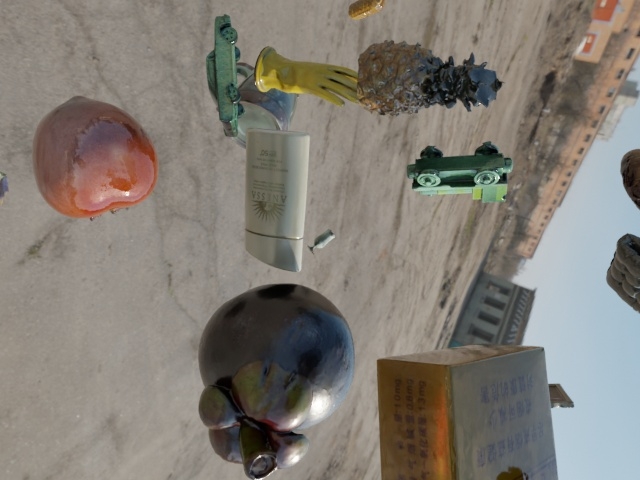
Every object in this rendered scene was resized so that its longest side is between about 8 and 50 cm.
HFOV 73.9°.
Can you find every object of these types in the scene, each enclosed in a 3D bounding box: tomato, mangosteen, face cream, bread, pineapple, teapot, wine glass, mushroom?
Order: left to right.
[{"bbox_3d":[-0.606,-0.223,1.141,0.321,0.321,0.322,-48,151,-38],"label":"tomato"},{"bbox_3d":[-0.235,-0.523,1.563,0.233,0.314,0.312,123,-11,-54],"label":"teapot"},{"bbox_3d":[-0.117,-0.101,1.077,0.081,0.173,0.349,-28,126,-62],"label":"face cream"},{"bbox_3d":[-0.104,0.312,0.977,0.382,0.381,0.436,77,14,-55],"label":"mangosteen"},{"bbox_3d":[0.000,0.000,1.211,0.083,0.042,0.039,-38,174,-6],"label":"wine glass"},{"bbox_3d":[0.127,-0.648,1.181,0.052,0.157,0.044,7,102,-25],"label":"bread"},{"bbox_3d":[0.212,-0.310,0.845,0.157,0.278,0.158,-38,138,-44],"label":"pineapple"},{"bbox_3d":[0.464,-0.049,0.563,0.135,0.080,0.171,-6,75,-37],"label":"mushroom"}]

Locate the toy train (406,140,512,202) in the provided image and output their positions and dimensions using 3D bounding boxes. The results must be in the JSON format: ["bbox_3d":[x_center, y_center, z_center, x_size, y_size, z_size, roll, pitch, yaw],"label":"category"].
[{"bbox_3d":[0.281,-0.129,0.867,0.132,0.200,0.083,58,39,-56],"label":"toy train"}]

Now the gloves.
[{"bbox_3d":[-0.017,-0.411,1.110,0.116,0.294,0.133,85,27,-63],"label":"gloves"}]

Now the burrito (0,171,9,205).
[{"bbox_3d":[-0.570,-0.113,0.600,0.229,0.143,0.089,46,47,-32],"label":"burrito"}]

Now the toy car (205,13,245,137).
[{"bbox_3d":[-0.279,-0.476,1.239,0.141,0.097,0.321,129,-43,-82],"label":"toy car"}]

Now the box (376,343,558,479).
[{"bbox_3d":[0.201,0.354,0.541,0.264,0.115,0.416,6,79,-42],"label":"box"}]

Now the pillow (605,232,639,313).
[{"bbox_3d":[0.945,0.156,1.184,0.101,0.326,0.228,-29,139,1],"label":"pillow"}]

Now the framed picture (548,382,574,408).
[{"bbox_3d":[0.521,0.431,1.177,0.211,0.289,0.020,14,70,-68],"label":"framed picture"}]
